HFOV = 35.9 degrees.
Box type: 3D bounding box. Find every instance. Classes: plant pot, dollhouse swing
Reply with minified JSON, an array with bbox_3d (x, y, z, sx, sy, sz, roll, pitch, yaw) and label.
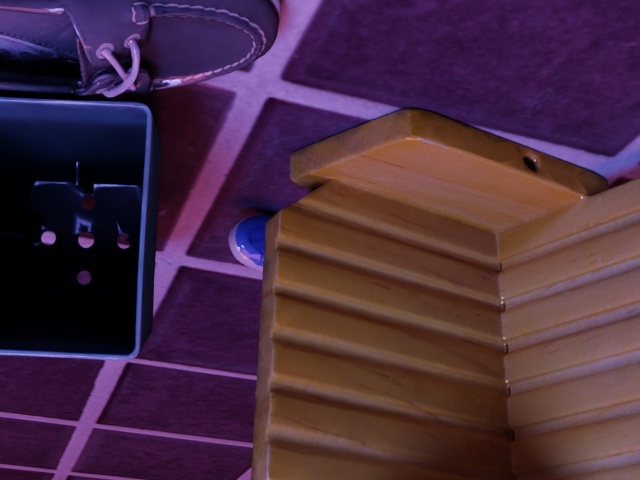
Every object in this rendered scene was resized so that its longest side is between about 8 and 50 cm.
[{"bbox_3d":[-0.198,-0.003,0.741,0.165,0.166,0.234,3,177,-2],"label":"plant pot"},{"bbox_3d":[0.165,0.059,0.676,0.315,0.347,0.305,17,150,-26],"label":"dollhouse swing"}]

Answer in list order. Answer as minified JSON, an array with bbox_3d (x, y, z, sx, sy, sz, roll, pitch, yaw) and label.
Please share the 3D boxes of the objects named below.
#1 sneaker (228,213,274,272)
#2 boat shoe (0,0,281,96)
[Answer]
[{"bbox_3d":[0.000,-0.001,0.879,0.152,0.058,0.084,14,156,-30],"label":"sneaker"},{"bbox_3d":[-0.193,-0.126,0.614,0.335,0.095,0.112,6,152,-7],"label":"boat shoe"}]
